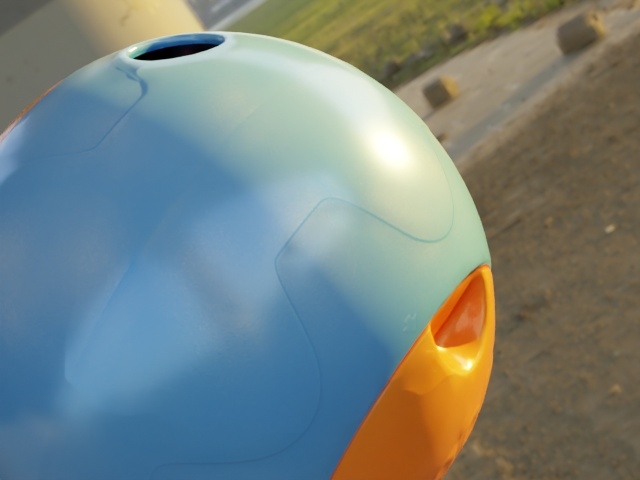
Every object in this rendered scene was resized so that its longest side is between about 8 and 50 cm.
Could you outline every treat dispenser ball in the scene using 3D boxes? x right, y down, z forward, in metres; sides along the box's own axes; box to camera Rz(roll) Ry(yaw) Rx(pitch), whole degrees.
[{"bbox_3d":[-0.053,0.036,0.665,0.288,0.288,0.288,-34,11,7],"label":"treat dispenser ball"}]
